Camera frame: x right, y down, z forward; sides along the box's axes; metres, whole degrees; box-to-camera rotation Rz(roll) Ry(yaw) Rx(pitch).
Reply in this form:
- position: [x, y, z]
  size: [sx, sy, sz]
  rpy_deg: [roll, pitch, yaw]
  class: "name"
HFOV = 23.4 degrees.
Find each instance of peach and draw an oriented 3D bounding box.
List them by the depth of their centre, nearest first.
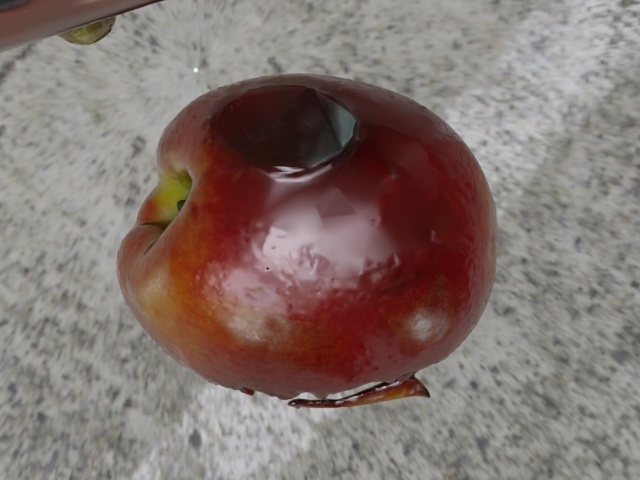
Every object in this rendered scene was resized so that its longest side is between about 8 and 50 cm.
- position: [-0.013, -0.013, 1.624]
  size: [0.406, 0.335, 0.310]
  rpy_deg: [3, 135, 0]
  class: "peach"

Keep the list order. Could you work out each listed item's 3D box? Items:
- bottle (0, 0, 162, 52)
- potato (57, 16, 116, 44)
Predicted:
- position: [-0.193, -0.142, 0.720]
  size: [0.336, 0.144, 0.144]
  rpy_deg: [-17, 98, 12]
  class: "bottle"
- position: [-0.157, -0.146, 0.912]
  size: [0.045, 0.046, 0.092]
  rpy_deg: [-45, 129, 9]
  class: "potato"
